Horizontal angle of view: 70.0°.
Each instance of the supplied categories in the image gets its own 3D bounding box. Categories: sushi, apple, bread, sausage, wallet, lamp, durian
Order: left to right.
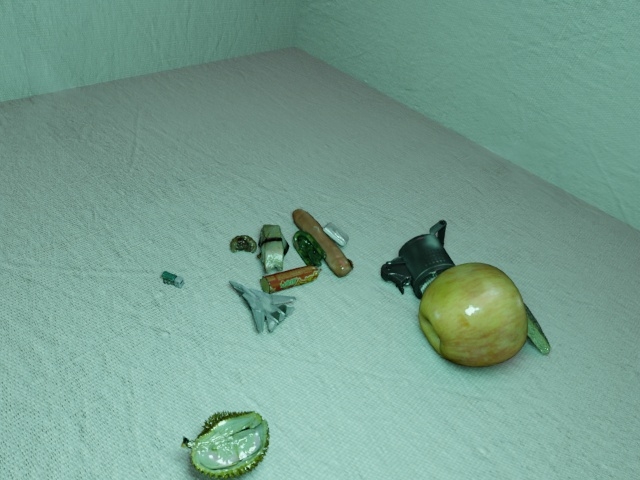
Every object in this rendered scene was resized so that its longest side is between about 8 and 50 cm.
[{"bbox_3d":[-0.263,0.572,1.263,0.237,0.138,0.193,7,44,-13],"label":"durian"},{"bbox_3d":[-0.325,0.011,1.931,0.113,0.060,0.082,-1,46,-16],"label":"bread"},{"bbox_3d":[-0.199,0.023,1.878,0.134,0.109,0.273,12,27,-2],"label":"sushi"},{"bbox_3d":[-0.107,0.148,1.830,0.263,0.083,0.083,-14,48,-30],"label":"sausage"},{"bbox_3d":[0.000,0.000,2.014,0.094,0.094,0.419,2,38,-43],"label":"sausage"},{"bbox_3d":[0.072,-0.032,2.045,0.124,0.032,0.183,38,15,1],"label":"wallet"},{"bbox_3d":[0.468,0.116,1.932,0.374,0.205,0.272,-29,50,-19],"label":"lamp"},{"bbox_3d":[0.543,0.273,1.653,0.346,0.391,0.391,-18,47,-3],"label":"apple"},{"bbox_3d":[0.825,0.315,1.832,0.286,0.056,0.207,47,23,-24],"label":"bread"}]

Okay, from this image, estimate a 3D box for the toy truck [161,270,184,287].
[{"bbox_3d":[-0.557,0.145,1.726,0.083,0.044,0.039,20,44,6],"label":"toy truck"}]

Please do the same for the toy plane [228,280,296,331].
[{"bbox_3d":[-0.241,0.229,1.702,0.267,0.088,0.212,24,40,23],"label":"toy plane"}]

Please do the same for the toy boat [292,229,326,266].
[{"bbox_3d":[-0.051,0.038,1.958,0.052,0.104,0.210,18,29,-52],"label":"toy boat"}]
